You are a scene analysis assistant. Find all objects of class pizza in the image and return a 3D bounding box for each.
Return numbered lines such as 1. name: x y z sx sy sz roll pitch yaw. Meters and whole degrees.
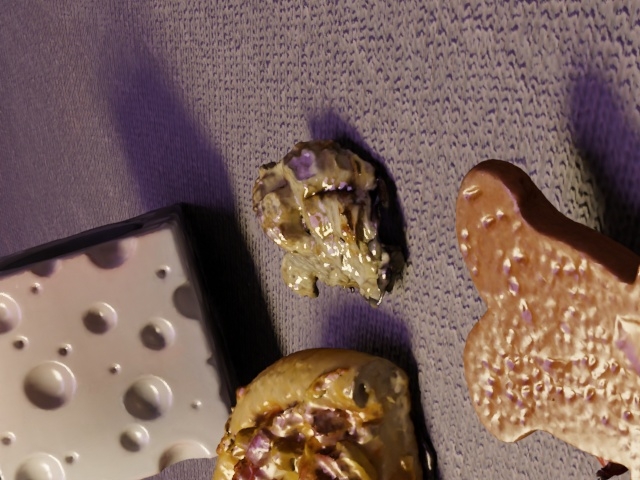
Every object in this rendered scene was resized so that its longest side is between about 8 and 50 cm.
1. pizza: -0.002 0.254 1.445 0.277 0.114 0.409 54 142 20

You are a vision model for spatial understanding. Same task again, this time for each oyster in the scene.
1. oyster: 0.000 0.000 1.333 0.163 0.081 0.191 53 158 30

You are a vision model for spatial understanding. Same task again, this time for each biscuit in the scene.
1. biscuit: 0.194 0.081 0.899 0.324 0.049 0.205 26 127 51

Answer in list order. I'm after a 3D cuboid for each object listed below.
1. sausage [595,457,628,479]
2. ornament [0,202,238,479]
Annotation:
1. sausage: 0.159 0.078 1.028 0.048 0.050 0.145 19 -143 -60
2. ornament: -0.228 0.114 1.704 0.239 0.240 0.239 -111 3 -82
